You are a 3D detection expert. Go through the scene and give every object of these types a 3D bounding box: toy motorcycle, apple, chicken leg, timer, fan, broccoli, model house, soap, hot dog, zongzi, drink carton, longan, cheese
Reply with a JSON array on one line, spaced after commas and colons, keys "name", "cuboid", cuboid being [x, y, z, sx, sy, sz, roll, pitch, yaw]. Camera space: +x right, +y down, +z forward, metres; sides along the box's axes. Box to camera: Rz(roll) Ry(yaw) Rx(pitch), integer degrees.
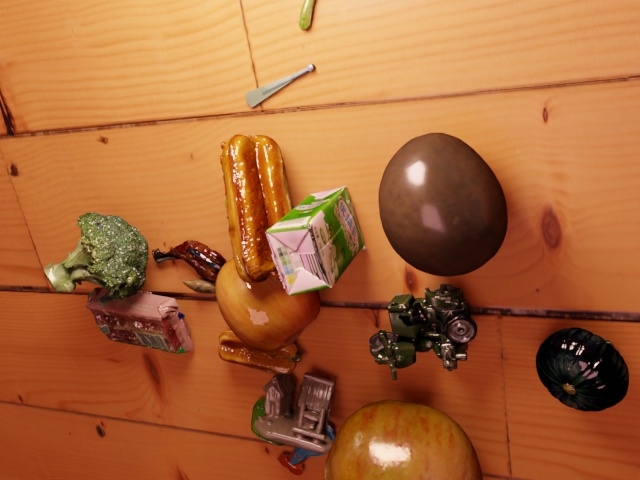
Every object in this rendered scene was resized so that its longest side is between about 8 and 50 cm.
[{"name": "toy motorcycle", "cuboid": [0.229, 0.204, 1.460, 0.275, 0.127, 0.205, -3, 114, 22]}, {"name": "apple", "cuboid": [0.200, 0.574, 1.539, 0.400, 0.334, 0.401, 6, 130, 7]}, {"name": "chicken leg", "cuboid": [-0.347, 0.049, 1.694, 0.253, 0.051, 0.106, 16, 124, 20]}, {"name": "timer", "cuboid": [-0.139, 0.524, 1.819, 0.128, 0.047, 0.140, 18, 119, 15]}, {"name": "fan", "cuboid": [-0.093, -0.350, 1.412, 0.193, 0.016, 0.038, -21, 101, 31]}, {"name": "apple", "cuboid": [-0.133, 0.141, 1.546, 0.241, 0.242, 0.242, 50, 124, 11]}, {"name": "broccoli", "cuboid": [-0.591, 0.049, 1.672, 0.270, 0.270, 0.270, 57, 162, 31]}, {"name": "model house", "cuboid": [-0.053, 0.442, 1.688, 0.229, 0.122, 0.188, 12, 95, 18]}, {"name": "soap", "cuboid": [-0.516, 0.231, 1.808, 0.273, 0.098, 0.218, 7, 130, 22]}, {"name": "hot dog", "cuboid": [-0.162, 0.301, 1.716, 0.250, 0.076, 0.104, 5, 96, 18]}, {"name": "zongzi", "cuboid": [-0.318, 0.119, 1.696, 0.076, 0.083, 0.040, 2, 75, 20]}, {"name": "drink carton", "cuboid": [0.000, 0.000, 1.380, 0.108, 0.271, 0.161, -10, 107, 25]}, {"name": "longan", "cuboid": [0.233, -0.069, 1.271, 0.300, 0.243, 0.300, 36, 133, 50]}, {"name": "cheese", "cuboid": [-0.039, 0.597, 1.816, 0.106, 0.037, 0.256, 40, 124, 4]}, {"name": "hot dog", "cuboid": [-0.144, -0.069, 1.429, 0.117, 0.158, 0.349, -24, 76, 62]}]

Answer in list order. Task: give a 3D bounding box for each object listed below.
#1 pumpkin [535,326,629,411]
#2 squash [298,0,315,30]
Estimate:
[{"name": "pumpkin", "cuboid": [0.549, 0.273, 1.333, 0.194, 0.150, 0.194, 10, 119, 18]}, {"name": "squash", "cuboid": [-0.027, -0.483, 1.317, 0.027, 0.027, 0.089, 23, 119, 13]}]
